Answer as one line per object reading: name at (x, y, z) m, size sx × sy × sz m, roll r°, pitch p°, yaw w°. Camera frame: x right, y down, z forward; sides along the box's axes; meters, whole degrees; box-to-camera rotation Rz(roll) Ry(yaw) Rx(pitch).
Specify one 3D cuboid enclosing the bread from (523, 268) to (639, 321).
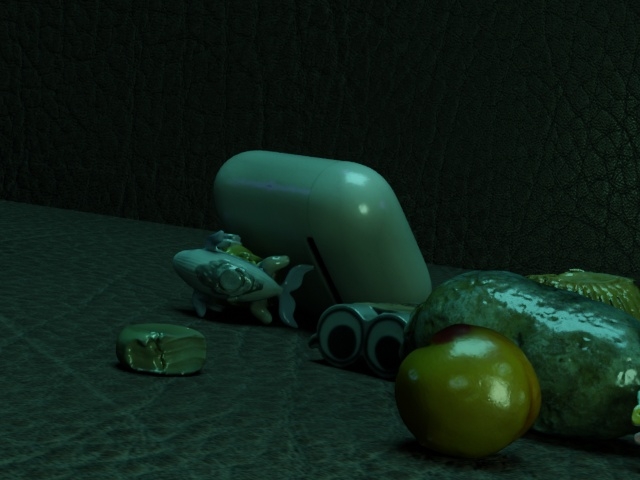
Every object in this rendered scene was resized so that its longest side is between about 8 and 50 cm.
bread at (0.357, 0.118, 2.137) m, size 0.240 × 0.139 × 0.240 m, roll 5°, pitch 6°, yaw 0°

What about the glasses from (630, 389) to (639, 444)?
glasses at (0.396, 0.149, 1.537) m, size 0.162 × 0.255 × 0.095 m, roll 16°, pitch -40°, yaw 7°

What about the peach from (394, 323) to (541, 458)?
peach at (0.141, 0.144, 1.430) m, size 0.138 × 0.138 × 0.138 m, roll 8°, pitch 4°, yaw -1°

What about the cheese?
cheese at (-0.167, 0.119, 1.704) m, size 0.092 × 0.047 × 0.171 m, roll 11°, pitch 4°, yaw 25°

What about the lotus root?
lotus root at (0.247, 0.126, 1.634) m, size 0.349 × 0.175 × 0.175 m, roll 16°, pitch 7°, yaw 27°

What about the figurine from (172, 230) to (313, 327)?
figurine at (-0.119, 0.057, 2.221) m, size 0.208 × 0.128 × 0.184 m, roll 17°, pitch 2°, yaw 6°

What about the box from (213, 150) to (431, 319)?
box at (-0.001, 0.001, 2.286) m, size 0.349 × 0.288 × 0.141 m, roll 11°, pitch 44°, yaw 46°

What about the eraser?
eraser at (0.135, 0.127, 1.969) m, size 0.171 × 0.087 × 0.290 m, roll 7°, pitch 2°, yaw 35°
